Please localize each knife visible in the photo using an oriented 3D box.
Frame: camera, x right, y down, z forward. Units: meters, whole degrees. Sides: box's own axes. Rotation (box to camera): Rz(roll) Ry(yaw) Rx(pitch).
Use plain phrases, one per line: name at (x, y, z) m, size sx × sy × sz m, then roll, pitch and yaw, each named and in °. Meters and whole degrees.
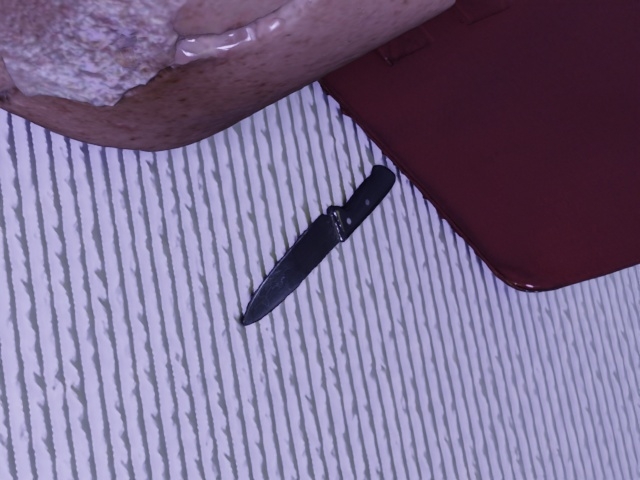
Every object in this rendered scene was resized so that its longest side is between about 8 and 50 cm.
knife at (0.000, 0.000, 0.832) m, size 0.023 × 0.010 × 0.170 m, roll 57°, pitch 44°, yaw -13°

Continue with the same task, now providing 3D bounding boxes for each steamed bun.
steamed bun at (-0.087, -0.155, 0.646) m, size 0.301 × 0.251 × 0.199 m, roll 27°, pitch 66°, yaw -33°

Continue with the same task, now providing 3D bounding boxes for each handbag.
handbag at (0.141, -0.100, 0.838) m, size 0.275 × 0.260 × 0.084 m, roll 42°, pitch 49°, yaw -24°
